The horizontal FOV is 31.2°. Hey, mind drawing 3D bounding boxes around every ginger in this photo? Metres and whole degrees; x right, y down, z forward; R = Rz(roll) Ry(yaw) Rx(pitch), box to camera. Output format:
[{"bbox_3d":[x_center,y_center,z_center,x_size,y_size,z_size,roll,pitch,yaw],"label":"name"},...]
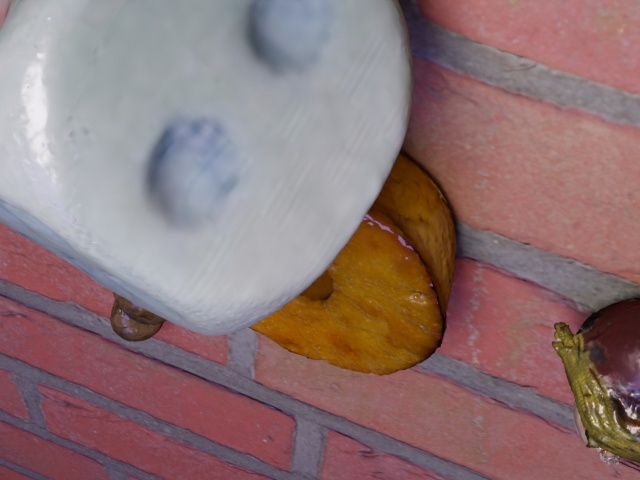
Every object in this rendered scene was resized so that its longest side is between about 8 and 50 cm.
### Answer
[{"bbox_3d":[-0.192,0.056,1.303,0.104,0.080,0.204,29,146,-14],"label":"ginger"}]

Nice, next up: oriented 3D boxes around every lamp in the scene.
[{"bbox_3d":[0.294,0.129,1.015,0.157,0.135,0.156,-17,128,45],"label":"lamp"}]

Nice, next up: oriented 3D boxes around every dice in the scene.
[{"bbox_3d":[-0.119,-0.107,0.788,0.265,0.262,0.268,38,166,-35],"label":"dice"}]

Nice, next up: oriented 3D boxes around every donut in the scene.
[{"bbox_3d":[0.000,0.000,1.068,0.303,0.110,0.303,20,148,14],"label":"donut"}]

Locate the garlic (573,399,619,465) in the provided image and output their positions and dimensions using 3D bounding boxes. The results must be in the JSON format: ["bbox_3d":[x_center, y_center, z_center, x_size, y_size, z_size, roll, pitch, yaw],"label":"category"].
[{"bbox_3d":[0.301,0.173,1.128,0.113,0.094,0.074,24,-172,-5],"label":"garlic"}]
